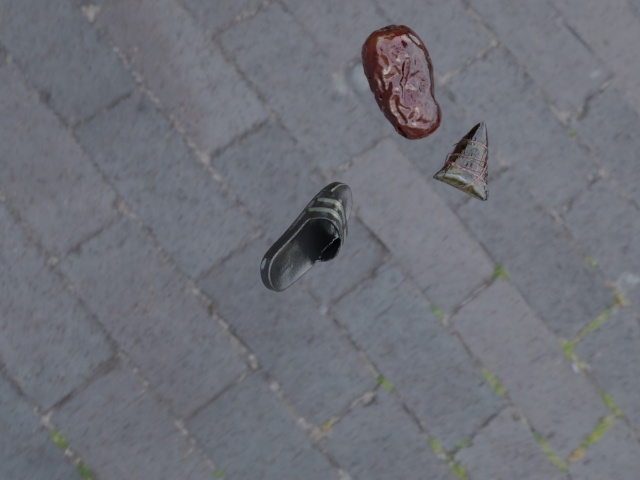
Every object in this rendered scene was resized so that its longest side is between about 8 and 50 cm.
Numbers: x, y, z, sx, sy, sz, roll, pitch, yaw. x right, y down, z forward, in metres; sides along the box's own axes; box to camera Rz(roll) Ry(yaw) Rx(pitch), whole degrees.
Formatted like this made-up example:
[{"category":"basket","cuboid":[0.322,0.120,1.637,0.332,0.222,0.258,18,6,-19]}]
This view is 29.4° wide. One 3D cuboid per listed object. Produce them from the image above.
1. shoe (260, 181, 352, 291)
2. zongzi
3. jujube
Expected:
[{"category":"shoe","cuboid":[0.000,0.000,1.444,0.179,0.049,0.071,-46,134,-38]},{"category":"zongzi","cuboid":[0.170,-0.093,1.392,0.067,0.073,0.083,21,88,0]},{"category":"jujube","cuboid":[0.092,-0.172,1.329,0.077,0.077,0.129,-29,101,-27]}]
